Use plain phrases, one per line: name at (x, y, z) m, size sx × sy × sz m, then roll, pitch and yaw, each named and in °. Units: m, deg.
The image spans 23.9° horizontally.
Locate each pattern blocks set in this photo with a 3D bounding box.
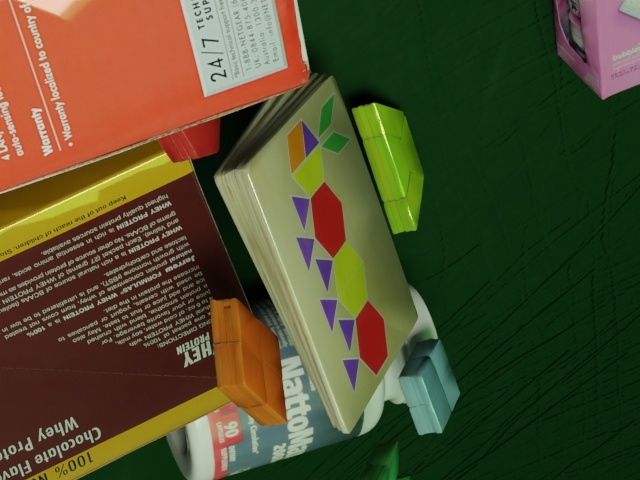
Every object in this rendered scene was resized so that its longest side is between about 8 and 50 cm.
pattern blocks set at (0.000, 0.000, 0.868) m, size 0.026 × 0.285 × 0.325 m, roll -10°, pitch 105°, yaw 27°

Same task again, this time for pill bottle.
pill bottle at (-0.016, 0.087, 1.013) m, size 0.180 × 0.108 × 0.108 m, roll -15°, pitch 131°, yaw -16°

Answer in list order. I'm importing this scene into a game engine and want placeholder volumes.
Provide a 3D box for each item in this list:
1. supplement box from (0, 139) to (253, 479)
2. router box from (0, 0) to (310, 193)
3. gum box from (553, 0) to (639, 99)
supplement box at (-0.154, 0.021, 0.872) m, size 0.191 × 0.129 × 0.194 m, roll -26°, pitch 133°, yaw -7°
router box at (-0.204, -0.129, 0.585) m, size 0.301 × 0.335 × 0.082 m, roll -20°, pitch 133°, yaw -10°
gum box at (0.233, -0.175, 0.958) m, size 0.188 × 0.062 × 0.107 m, roll -23°, pitch 133°, yaw -10°
